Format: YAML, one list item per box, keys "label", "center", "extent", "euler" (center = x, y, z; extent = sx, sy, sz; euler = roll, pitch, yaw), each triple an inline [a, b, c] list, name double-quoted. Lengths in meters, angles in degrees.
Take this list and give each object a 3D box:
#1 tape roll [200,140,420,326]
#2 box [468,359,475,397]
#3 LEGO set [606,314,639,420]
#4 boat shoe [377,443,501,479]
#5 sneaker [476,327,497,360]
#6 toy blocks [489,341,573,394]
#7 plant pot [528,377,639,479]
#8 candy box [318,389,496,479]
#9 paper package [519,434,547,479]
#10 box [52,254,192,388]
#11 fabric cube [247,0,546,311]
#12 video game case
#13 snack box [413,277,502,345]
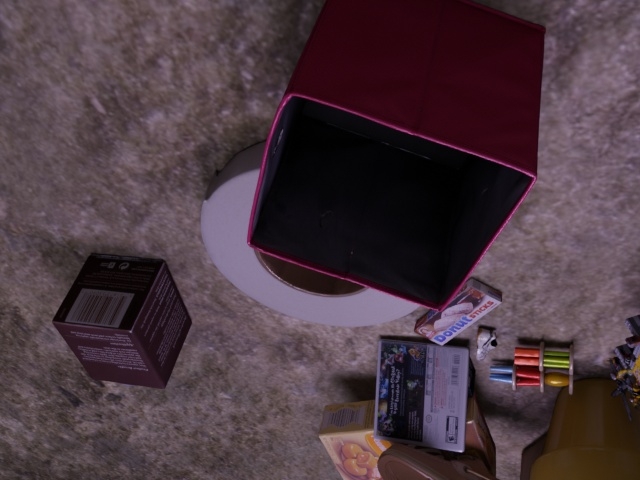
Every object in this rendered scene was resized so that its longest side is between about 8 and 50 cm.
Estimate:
- label: "tape roll"
  center: [0.000, 0.000, 1.158]
  extent: [0.392, 0.072, 0.392]
  euler: [10, 141, 8]
- label: "box"
  center: [0.248, 0.262, 1.383]
  extent: [0.083, 0.062, 0.052]
  euler: [-6, 136, 26]
- label: "LEGO set"
  center: [0.550, 0.241, 1.095]
  extent: [0.192, 0.255, 0.331]
  euler: [-16, 149, -3]
- label: "boat shoe"
  center: [0.264, 0.466, 1.360]
  extent: [0.341, 0.110, 0.122]
  euler: [31, 136, -4]
- label: "sneaker"
  center: [0.300, 0.192, 1.305]
  extent: [0.037, 0.032, 0.083]
  euler: [5, 140, 14]
- label: "toy blocks"
  center: [0.378, 0.228, 1.303]
  extent: [0.148, 0.054, 0.123]
  euler: [1, 139, 20]
- label: "plant pot"
  center: [0.507, 0.392, 1.303]
  extent: [0.254, 0.239, 0.254]
  euler: [10, 141, 8]
- label: "candy box"
  center: [0.176, 0.404, 1.457]
  extent: [0.316, 0.088, 0.183]
  euler: [-11, 124, 22]
- label: "paper package"
  center: [0.560, 0.586, 1.449]
  extent: [0.309, 0.325, 0.168]
  euler: [18, 140, 1]
- label: "box"
  center: [-0.375, 0.157, 1.400]
  extent: [0.168, 0.167, 0.203]
  euler: [4, 140, 14]
- label: "fabric cube"
  center: [0.085, -0.120, 0.838]
  extent: [0.259, 0.258, 0.254]
  euler: [19, 142, -2]
- label: "video game case"
  center: [0.188, 0.286, 1.351]
  extent: [0.173, 0.190, 0.022]
  euler: [3, 179, 22]
- label: "snack box"
  center: [0.236, 0.127, 1.260]
  extent: [0.064, 0.022, 0.178]
  euler: [26, 140, -13]
